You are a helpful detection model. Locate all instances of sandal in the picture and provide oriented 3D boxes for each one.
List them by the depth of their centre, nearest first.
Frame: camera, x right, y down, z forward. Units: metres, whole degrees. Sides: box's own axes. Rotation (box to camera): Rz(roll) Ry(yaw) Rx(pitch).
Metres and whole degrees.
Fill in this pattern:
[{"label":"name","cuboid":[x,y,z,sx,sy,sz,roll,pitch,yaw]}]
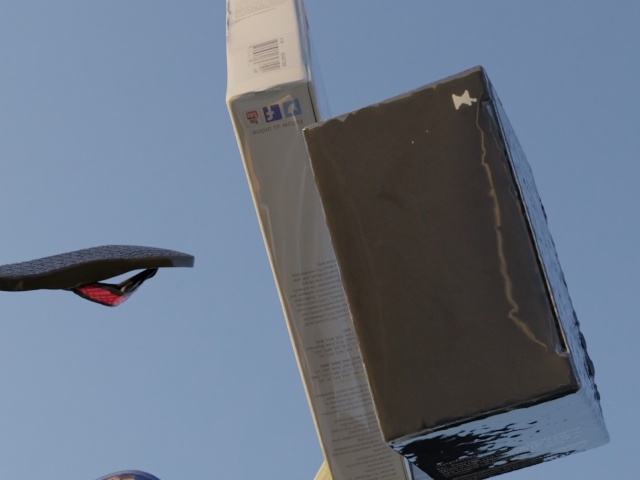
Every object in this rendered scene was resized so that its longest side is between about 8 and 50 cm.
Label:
[{"label":"sandal","cuboid":[-0.175,0.031,1.350,0.067,0.179,0.040,8,-76,50]}]

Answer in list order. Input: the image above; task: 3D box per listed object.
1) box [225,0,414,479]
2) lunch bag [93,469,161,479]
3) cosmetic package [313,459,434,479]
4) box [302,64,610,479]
[{"label":"box","cuboid":[0.000,0.000,1.212,0.058,0.232,0.322,-12,-63,3]},{"label":"lunch bag","cuboid":[-0.177,0.345,1.506,0.243,0.115,0.303,-28,-78,20]},{"label":"cosmetic package","cuboid":[0.091,0.252,1.304,0.238,0.107,0.127,38,-72,24]},{"label":"box","cuboid":[0.068,0.024,0.862,0.093,0.156,0.158,-18,-19,9]}]
